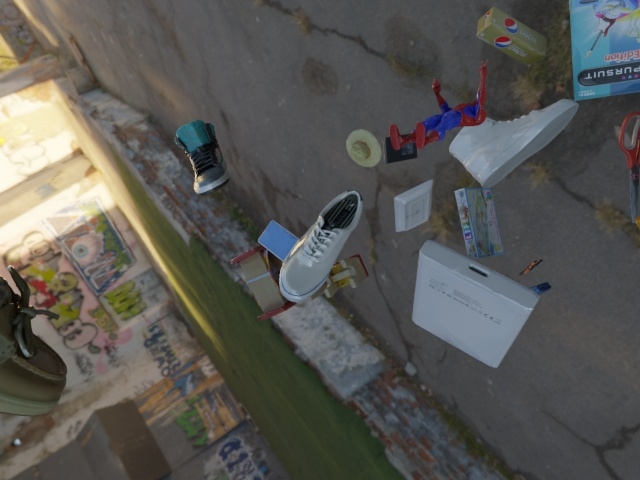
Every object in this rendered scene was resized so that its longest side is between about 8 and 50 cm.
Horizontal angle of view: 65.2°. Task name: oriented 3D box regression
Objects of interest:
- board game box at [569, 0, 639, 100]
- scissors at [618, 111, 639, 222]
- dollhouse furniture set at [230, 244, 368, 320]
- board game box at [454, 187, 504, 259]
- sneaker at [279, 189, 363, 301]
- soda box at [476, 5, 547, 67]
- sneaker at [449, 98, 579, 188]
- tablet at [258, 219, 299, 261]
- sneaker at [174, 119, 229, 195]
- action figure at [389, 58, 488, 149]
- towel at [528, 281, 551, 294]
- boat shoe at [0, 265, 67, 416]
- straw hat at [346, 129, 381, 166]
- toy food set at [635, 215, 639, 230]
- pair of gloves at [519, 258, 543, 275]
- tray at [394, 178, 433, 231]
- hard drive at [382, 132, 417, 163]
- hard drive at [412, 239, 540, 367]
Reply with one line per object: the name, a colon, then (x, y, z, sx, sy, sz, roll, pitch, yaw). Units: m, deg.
board game box: (0.651, -0.472, 1.018, 0.254, 0.079, 0.335, -1, 129, 30)
scissors: (0.827, -0.189, 1.332, 0.021, 0.109, 0.296, -97, 10, -68)
dollhouse furniture set: (-0.049, 0.067, 1.383, 0.374, 0.152, 0.201, -25, 90, 36)
board game box: (0.351, -0.038, 1.100, 0.026, 0.104, 0.153, -17, 81, 50)
sneaker: (0.000, 0.000, 0.979, 0.094, 0.258, 0.091, 27, 154, 10)
soda box: (0.492, -0.520, 1.282, 0.182, 0.061, 0.058, 20, 159, -18)
sneaker: (0.453, -0.274, 1.204, 0.169, 0.293, 0.108, 53, 179, 30)
tablet: (-0.083, 0.000, 0.988, 0.083, 0.054, 0.006, 35, -179, 33)
sneaker: (-0.343, -0.253, 1.448, 0.295, 0.124, 0.178, -116, 1, -63)
action figure: (0.247, -0.272, 0.983, 0.092, 0.281, 0.138, 10, 115, 43)
towel: (0.618, 0.156, 1.485, 0.119, 0.067, 0.029, -38, 66, 56)
boat shoe: (-0.285, 0.035, 0.375, 0.105, 0.089, 0.285, 29, 157, 45)
straw hat: (0.140, -0.314, 1.764, 0.145, 0.061, 0.144, 19, 129, 26)
toy food set: (0.729, 0.037, 0.980, 0.105, 0.111, 0.232, -30, 97, 41)
pair of gloves: (0.689, 0.088, 1.635, 0.010, 0.083, 0.074, 55, 128, 24)
tray: (0.328, -0.107, 1.732, 0.270, 0.145, 0.030, 68, 176, -64)
hard drive: (0.295, -0.342, 1.851, 0.022, 0.135, 0.094, 25, 125, 60)
hard drive: (0.317, 0.151, 1.096, 0.233, 0.047, 0.353, 29, 156, 22)
